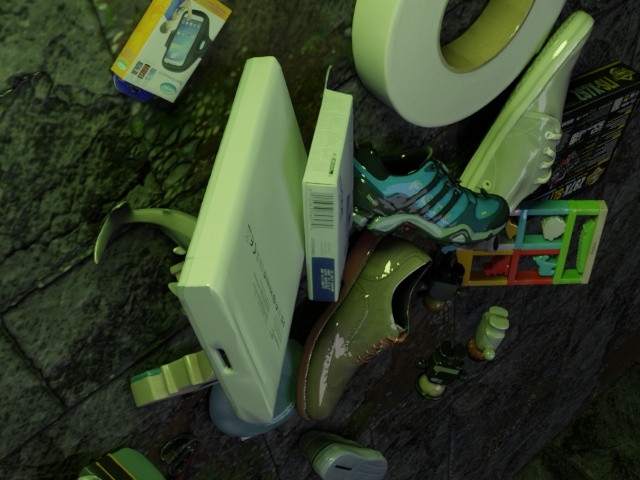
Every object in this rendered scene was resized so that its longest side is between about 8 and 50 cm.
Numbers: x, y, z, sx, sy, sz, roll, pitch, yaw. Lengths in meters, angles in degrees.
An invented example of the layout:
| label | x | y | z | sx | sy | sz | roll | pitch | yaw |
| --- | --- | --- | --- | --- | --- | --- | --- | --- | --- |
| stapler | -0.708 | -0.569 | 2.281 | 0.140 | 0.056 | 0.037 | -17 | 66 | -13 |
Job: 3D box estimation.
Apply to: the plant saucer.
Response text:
| label | x | y | z | sx | sy | sz | roll | pitch | yaw |
| --- | --- | --- | --- | --- | --- | --- | --- | --- | --- |
| plant saucer | -0.089 | 0.252 | 1.455 | 0.195 | 0.037 | 0.194 | -16 | 123 | -27 |

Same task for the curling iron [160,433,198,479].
| label | x | y | z | sx | sy | sz | roll | pitch | yaw |
| --- | --- | --- | --- | --- | --- | --- | --- | --- | --- |
| curling iron | -0.262 | 0.429 | 1.486 | 0.068 | 0.035 | 0.273 | -6 | 128 | -43 |

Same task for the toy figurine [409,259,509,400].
| label | x | y | z | sx | sy | sz | roll | pitch | yaw |
| --- | --- | --- | --- | --- | --- | --- | --- | --- | --- |
| toy figurine | 0.219 | 0.164 | 1.631 | 0.210 | 0.213 | 0.148 | -29 | 153 | -34 |

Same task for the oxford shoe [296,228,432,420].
| label | x | y | z | sx | sy | sz | roll | pitch | yaw |
| --- | --- | --- | --- | --- | --- | --- | --- | --- | --- |
| oxford shoe | 0.067 | 0.153 | 1.442 | 0.123 | 0.130 | 0.348 | 4 | 110 | -64 |

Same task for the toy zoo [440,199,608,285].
| label | x | y | z | sx | sy | sz | roll | pitch | yaw |
| --- | --- | --- | --- | --- | --- | --- | --- | --- | --- |
| toy zoo | 0.371 | 0.007 | 1.656 | 0.294 | 0.030 | 0.192 | -1 | 132 | 0 |

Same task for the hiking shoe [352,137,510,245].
| label | x | y | z | sx | sy | sz | roll | pitch | yaw |
| --- | --- | --- | --- | --- | --- | --- | --- | --- | --- |
| hiking shoe | 0.171 | -0.073 | 1.338 | 0.304 | 0.113 | 0.132 | 3 | 118 | -27 |

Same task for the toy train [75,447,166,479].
| label | x | y | z | sx | sy | sz | roll | pitch | yaw |
| --- | --- | --- | --- | --- | --- | --- | --- | --- | --- |
| toy train | -0.353 | 0.463 | 1.325 | 0.190 | 0.142 | 0.333 | -18 | 138 | -54 |

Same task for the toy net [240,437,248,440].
| label | x | y | z | sx | sy | sz | roll | pitch | yaw |
| --- | --- | --- | --- | --- | --- | --- | --- | --- | --- |
| toy net | -0.056 | 0.269 | 1.563 | 0.232 | 0.045 | 0.122 | -38 | 149 | -14 |

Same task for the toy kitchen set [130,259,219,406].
| label | x | y | z | sx | sy | sz | roll | pitch | yaw |
| --- | --- | --- | --- | --- | --- | --- | --- | --- | --- |
| toy kitchen set | -0.176 | 0.121 | 1.235 | 0.122 | 0.166 | 0.207 | -8 | 167 | -46 |

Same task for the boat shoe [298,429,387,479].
| label | x | y | z | sx | sy | sz | roll | pitch | yaw |
| --- | --- | --- | --- | --- | --- | --- | --- | --- | --- |
| boat shoe | 0.053 | 0.453 | 1.843 | 0.109 | 0.094 | 0.302 | -45 | 147 | -1 |

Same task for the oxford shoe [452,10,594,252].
| label | x | y | z | sx | sy | sz | roll | pitch | yaw |
| --- | --- | --- | --- | --- | --- | --- | --- | --- | --- |
| oxford shoe | 0.335 | -0.162 | 1.452 | 0.449 | 0.130 | 0.169 | -64 | 172 | 28 |

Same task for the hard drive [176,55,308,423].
| label | x | y | z | sx | sy | sz | roll | pitch | yaw |
| --- | --- | --- | --- | --- | --- | --- | --- | --- | --- |
| hard drive | -0.069 | -0.008 | 0.995 | 0.233 | 0.047 | 0.353 | 73 | 20 | -44 |

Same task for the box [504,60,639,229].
| label | x | y | z | sx | sy | sz | roll | pitch | yaw |
| --- | --- | --- | --- | --- | --- | --- | --- | --- | --- |
| box | 0.465 | -0.183 | 1.684 | 0.322 | 0.079 | 0.257 | -24 | 143 | -35 |

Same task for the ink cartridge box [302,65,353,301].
| label | x | y | z | sx | sy | sz | roll | pitch | yaw |
| --- | --- | --- | --- | --- | --- | --- | --- | --- | --- |
| ink cartridge box | 0.017 | -0.073 | 1.147 | 0.223 | 0.045 | 0.223 | 88 | 9 | -49 |

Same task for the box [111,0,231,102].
| label | x | y | z | sx | sy | sz | roll | pitch | yaw |
| --- | --- | --- | --- | --- | --- | --- | --- | --- | --- |
| box | -0.160 | -0.205 | 0.931 | 0.136 | 0.028 | 0.081 | -57 | 148 | 10 |

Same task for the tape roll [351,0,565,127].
| label | x | y | z | sx | sy | sz | roll | pitch | yaw |
| --- | --- | --- | --- | --- | --- | --- | --- | --- | --- |
| tape roll | 0.209 | -0.336 | 1.206 | 0.392 | 0.072 | 0.392 | -31 | 144 | -26 |

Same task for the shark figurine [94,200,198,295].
| label | x | y | z | sx | sy | sz | roll | pitch | yaw |
| --- | --- | --- | --- | --- | --- | --- | --- | --- | --- |
| shark figurine | -0.138 | 0.005 | 1.088 | 0.116 | 0.166 | 0.278 | -24 | 126 | 37 |
